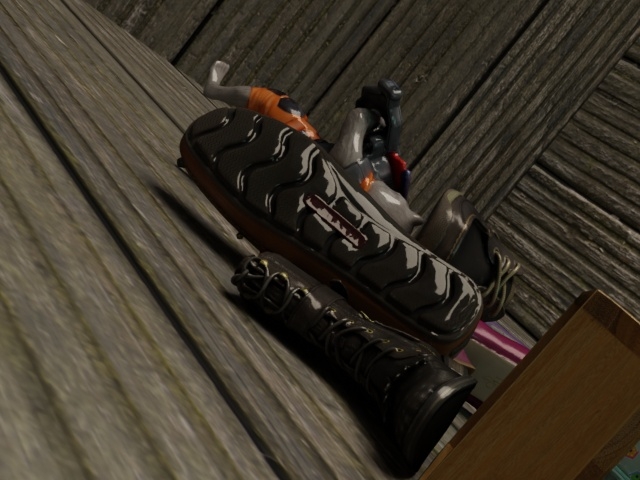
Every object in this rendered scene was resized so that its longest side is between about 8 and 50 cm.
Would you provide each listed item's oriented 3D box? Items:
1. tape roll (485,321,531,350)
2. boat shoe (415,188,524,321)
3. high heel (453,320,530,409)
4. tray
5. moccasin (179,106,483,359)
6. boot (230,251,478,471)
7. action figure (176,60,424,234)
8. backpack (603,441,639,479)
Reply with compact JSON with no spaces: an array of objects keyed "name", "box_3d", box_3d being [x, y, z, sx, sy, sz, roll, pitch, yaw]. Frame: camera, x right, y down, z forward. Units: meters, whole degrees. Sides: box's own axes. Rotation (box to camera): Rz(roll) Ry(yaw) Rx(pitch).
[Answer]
[{"name":"tape roll","box_3d":[0.293,0.214,1.469,0.274,0.090,0.275,38,6,-4]},{"name":"boat shoe","box_3d":[0.198,0.030,1.279,0.130,0.132,0.355,28,-1,16]},{"name":"high heel","box_3d":[0.217,0.151,1.256,0.377,0.127,0.181,30,21,-35]},{"name":"tray","box_3d":[0.156,0.135,0.729,0.076,0.203,0.411,42,7,13]},{"name":"moccasin","box_3d":[0.002,-0.002,1.080,0.380,0.139,0.147,35,-32,6]},{"name":"boot","box_3d":[0.017,0.091,0.880,0.229,0.091,0.263,34,2,6]},{"name":"action figure","box_3d":[-0.013,-0.053,1.303,0.330,0.341,0.178,26,42,35]},{"name":"backpack","box_3d":[0.436,0.314,1.309,0.166,0.144,0.188,47,1,17]}]
